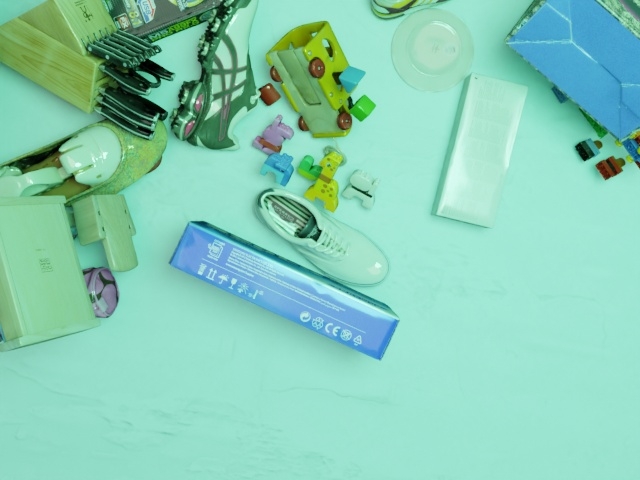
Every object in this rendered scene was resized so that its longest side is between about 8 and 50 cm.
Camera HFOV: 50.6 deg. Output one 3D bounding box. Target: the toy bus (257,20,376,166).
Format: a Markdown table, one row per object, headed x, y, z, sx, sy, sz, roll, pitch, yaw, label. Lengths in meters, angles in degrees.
| x | y | z | sx | sy | sz | roll | pitch | yaw | label |
| --- | --- | --- | --- | --- | --- | --- | --- | --- | --- |
| 0.007 | -0.250 | 1.087 | 0.191 | 0.202 | 0.104 | 34 | 61 | 4 | toy bus |

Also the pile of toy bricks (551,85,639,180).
| x | y | z | sx | sy | sz | roll | pitch | yaw | label |
| --- | --- | --- | --- | --- | --- | --- | --- | --- | --- |
| 0.482 | -0.208 | 1.116 | 0.105 | 0.118 | 0.212 | -21 | 76 | -28 | pile of toy bricks |

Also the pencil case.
| x | y | z | sx | sy | sz | roll | pitch | yaw | label |
| --- | --- | --- | --- | --- | --- | --- | --- | --- | --- |
| -0.441 | 0.103 | 1.103 | 0.210 | 0.098 | 0.095 | -12 | 111 | 0 | pencil case |

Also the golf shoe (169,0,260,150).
| x | y | z | sx | sy | sz | roll | pitch | yaw | label |
| --- | --- | --- | --- | --- | --- | --- | --- | --- | --- |
| -0.144 | -0.272 | 1.079 | 0.120 | 0.105 | 0.272 | 18 | 114 | -21 | golf shoe |

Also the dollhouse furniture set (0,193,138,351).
| x | y | z | sx | sy | sz | roll | pitch | yaw | label |
| --- | --- | --- | --- | --- | --- | --- | --- | --- | --- |
| -0.477 | 0.071 | 1.027 | 0.304 | 0.286 | 0.198 | -18 | 86 | 28 | dollhouse furniture set |

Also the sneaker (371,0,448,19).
| x | y | z | sx | sy | sz | roll | pitch | yaw | label |
| --- | --- | --- | --- | --- | --- | --- | --- | --- | --- |
| 0.171 | -0.417 | 1.093 | 0.186 | 0.084 | 0.069 | -26 | 88 | 0 | sneaker |

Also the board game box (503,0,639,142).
| x | y | z | sx | sy | sz | roll | pitch | yaw | label |
| --- | --- | --- | --- | --- | --- | --- | --- | --- | --- |
| 0.450 | -0.334 | 1.008 | 0.232 | 0.141 | 0.291 | 40 | 56 | -3 | board game box |

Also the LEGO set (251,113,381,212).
| x | y | z | sx | sy | sz | roll | pitch | yaw | label |
| --- | --- | --- | --- | --- | --- | --- | --- | --- | --- |
| -0.006 | -0.122 | 1.082 | 0.227 | 0.087 | 0.093 | 28 | 130 | 0 | LEGO set |

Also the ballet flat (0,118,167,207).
| x | y | z | sx | sy | sz | roll | pitch | yaw | label |
| --- | --- | --- | --- | --- | --- | --- | --- | --- | --- |
| -0.410 | -0.107 | 1.070 | 0.349 | 0.123 | 0.123 | -22 | 93 | 5 | ballet flat |

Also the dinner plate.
| x | y | z | sx | sy | sz | roll | pitch | yaw | label |
| --- | --- | --- | --- | --- | --- | --- | --- | --- | --- |
| 0.189 | -0.320 | 1.135 | 0.141 | 0.017 | 0.141 | 0 | 94 | -3 | dinner plate |

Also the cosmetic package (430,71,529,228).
| x | y | z | sx | sy | sz | roll | pitch | yaw | label |
| --- | --- | --- | --- | --- | --- | --- | --- | --- | --- |
| 0.261 | -0.146 | 1.123 | 0.099 | 0.060 | 0.238 | 14 | 92 | -4 | cosmetic package |

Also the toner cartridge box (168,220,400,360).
| x | y | z | sx | sy | sz | roll | pitch | yaw | label |
| --- | --- | --- | --- | --- | --- | --- | --- | --- | --- |
| -0.054 | 0.073 | 1.077 | 0.348 | 0.165 | 0.075 | 25 | 92 | -3 | toner cartridge box |

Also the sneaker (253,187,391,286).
| x | y | z | sx | sy | sz | roll | pitch | yaw | label |
| --- | --- | --- | --- | --- | --- | --- | --- | --- | --- |
| 0.000 | 0.000 | 1.109 | 0.258 | 0.091 | 0.094 | 29 | 92 | -2 | sneaker |

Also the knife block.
| x | y | z | sx | sy | sz | roll | pitch | yaw | label |
| --- | --- | --- | --- | --- | --- | --- | --- | --- | --- |
| -0.365 | -0.256 | 1.057 | 0.276 | 0.088 | 0.242 | -9 | 116 | 33 | knife block |

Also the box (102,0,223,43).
| x | y | z | sx | sy | sz | roll | pitch | yaw | label |
| --- | --- | --- | --- | --- | --- | --- | --- | --- | --- |
| -0.297 | -0.463 | 1.095 | 0.216 | 0.060 | 0.269 | -21 | 93 | 0 | box |

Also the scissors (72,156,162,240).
| x | y | z | sx | sy | sz | roll | pitch | yaw | label |
| --- | --- | --- | --- | --- | --- | --- | --- | --- | --- |
| -0.387 | -0.082 | 1.137 | 0.109 | 0.021 | 0.297 | 44 | 93 | -4 | scissors |
